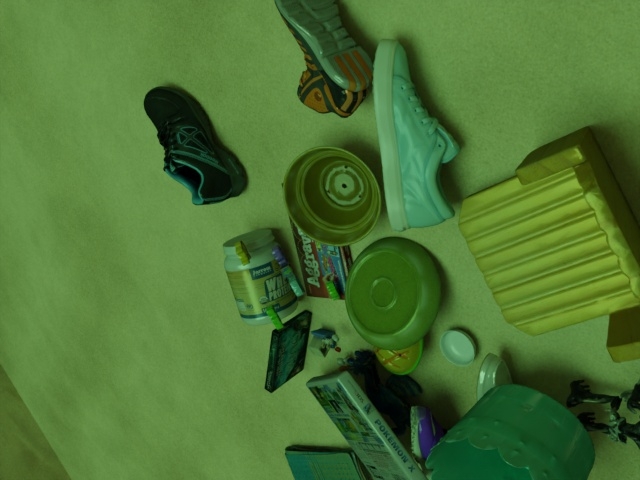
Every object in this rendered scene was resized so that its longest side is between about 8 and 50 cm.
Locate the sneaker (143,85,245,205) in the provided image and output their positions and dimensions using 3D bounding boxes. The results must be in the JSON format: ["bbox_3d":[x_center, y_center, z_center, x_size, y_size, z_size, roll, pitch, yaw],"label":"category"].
[{"bbox_3d":[-0.324,-0.229,2.012,0.341,0.139,0.125,49,137,13],"label":"sneaker"}]

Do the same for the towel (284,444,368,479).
[{"bbox_3d":[0.061,0.705,2.225,0.271,0.040,0.370,-11,105,45],"label":"towel"}]

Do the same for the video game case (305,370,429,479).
[{"bbox_3d":[0.098,0.429,1.915,0.300,0.036,0.329,54,163,1],"label":"video game case"}]

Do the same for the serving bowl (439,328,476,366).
[{"bbox_3d":[0.292,0.221,1.775,0.083,0.027,0.083,19,122,34],"label":"serving bowl"}]

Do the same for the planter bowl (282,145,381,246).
[{"bbox_3d":[0.037,-0.104,1.774,0.217,0.090,0.217,9,114,20],"label":"planter bowl"}]

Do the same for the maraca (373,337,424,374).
[{"bbox_3d":[0.168,0.198,1.828,0.127,0.099,0.186,4,96,38],"label":"maraca"}]

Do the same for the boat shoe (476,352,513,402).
[{"bbox_3d":[0.387,0.350,1.715,0.096,0.098,0.277,6,124,39],"label":"boat shoe"}]

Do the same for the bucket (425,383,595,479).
[{"bbox_3d":[0.358,0.416,1.566,0.281,0.183,0.281,27,139,27],"label":"bucket"}]

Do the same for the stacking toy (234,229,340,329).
[{"bbox_3d":[-0.072,0.070,1.909,0.167,0.052,0.221,-25,101,7],"label":"stacking toy"}]

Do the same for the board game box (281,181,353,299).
[{"bbox_3d":[0.000,0.000,1.922,0.145,0.027,0.281,3,113,42],"label":"board game box"}]

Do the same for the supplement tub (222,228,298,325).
[{"bbox_3d":[-0.145,0.087,2.011,0.144,0.144,0.200,-4,109,43],"label":"supplement tub"}]

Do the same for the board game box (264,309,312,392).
[{"bbox_3d":[-0.078,0.269,2.059,0.026,0.126,0.186,29,129,28],"label":"board game box"}]

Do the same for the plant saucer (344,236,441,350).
[{"bbox_3d":[0.139,0.110,1.775,0.241,0.037,0.241,-5,82,37],"label":"plant saucer"}]

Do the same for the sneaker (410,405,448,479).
[{"bbox_3d":[0.284,0.459,1.835,0.146,0.102,0.293,-12,124,12],"label":"sneaker"}]

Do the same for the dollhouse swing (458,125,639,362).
[{"bbox_3d":[0.384,0.036,1.431,0.305,0.315,0.347,-25,94,25],"label":"dollhouse swing"}]

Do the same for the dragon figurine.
[{"bbox_3d":[0.171,0.359,1.912,0.289,0.085,0.144,30,128,29],"label":"dragon figurine"}]

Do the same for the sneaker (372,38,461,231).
[{"bbox_3d":[0.188,-0.203,1.608,0.150,0.135,0.366,-6,104,12],"label":"sneaker"}]

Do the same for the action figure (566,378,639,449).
[{"bbox_3d":[0.572,0.320,1.504,0.275,0.141,0.164,10,116,56],"label":"action figure"}]

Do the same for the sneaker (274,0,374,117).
[{"bbox_3d":[-0.020,-0.376,1.680,0.321,0.124,0.180,64,156,19],"label":"sneaker"}]

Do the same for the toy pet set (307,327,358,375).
[{"bbox_3d":[0.036,0.251,2.005,0.114,0.065,0.122,10,148,35],"label":"toy pet set"}]
